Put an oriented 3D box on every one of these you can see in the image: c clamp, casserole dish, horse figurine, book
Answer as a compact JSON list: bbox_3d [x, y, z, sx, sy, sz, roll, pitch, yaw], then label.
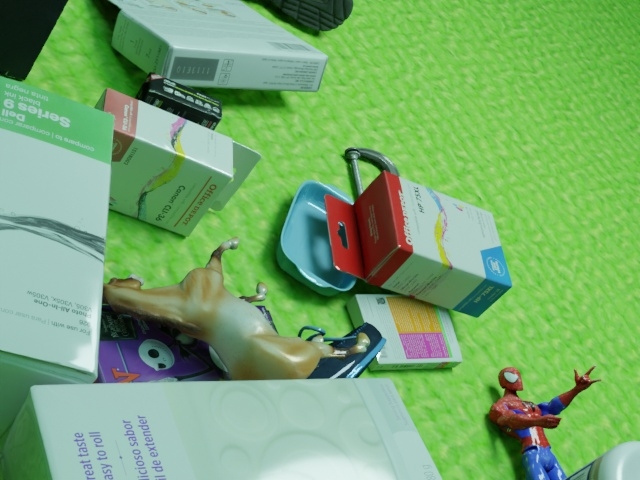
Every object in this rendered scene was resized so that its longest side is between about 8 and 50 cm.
[{"bbox_3d":[0.069,-0.078,1.444,0.137,0.022,0.160,21,43,-25],"label":"c clamp"},{"bbox_3d":[0.000,0.000,1.298,0.114,0.037,0.188,33,40,-12],"label":"casserole dish"},{"bbox_3d":[-0.063,0.087,0.960,0.263,0.066,0.174,39,29,15],"label":"horse figurine"},{"bbox_3d":[0.108,0.116,1.287,0.144,0.035,0.096,5,54,-38],"label":"book"}]

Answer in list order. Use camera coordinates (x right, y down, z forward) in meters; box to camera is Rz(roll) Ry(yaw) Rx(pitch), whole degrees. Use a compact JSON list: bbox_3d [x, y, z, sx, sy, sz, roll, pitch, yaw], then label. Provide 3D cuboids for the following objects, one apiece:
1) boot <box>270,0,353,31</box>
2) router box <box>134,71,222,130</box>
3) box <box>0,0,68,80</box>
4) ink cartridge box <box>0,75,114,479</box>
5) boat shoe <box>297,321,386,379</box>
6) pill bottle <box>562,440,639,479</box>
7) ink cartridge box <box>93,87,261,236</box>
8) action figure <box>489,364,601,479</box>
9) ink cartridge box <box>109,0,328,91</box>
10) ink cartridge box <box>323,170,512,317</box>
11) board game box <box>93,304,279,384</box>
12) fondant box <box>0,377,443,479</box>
[{"bbox_3d":[-0.101,-0.473,1.619,0.338,0.118,0.222,29,32,-29],"label":"boot"},{"bbox_3d":[-0.182,-0.128,1.191,0.092,0.122,0.038,21,38,-25],"label":"router box"},{"bbox_3d":[-0.470,-0.388,1.144,0.312,0.179,0.343,8,50,-38],"label":"box"},{"bbox_3d":[-0.277,0.037,0.880,0.121,0.211,0.289,20,43,-27],"label":"ink cartridge box"},{"bbox_3d":[-0.019,0.144,1.091,0.089,0.109,0.258,43,36,11],"label":"boat shoe"},{"bbox_3d":[0.259,0.325,1.030,0.153,0.264,0.153,22,44,-23],"label":"pill bottle"},{"bbox_3d":[-0.176,-0.078,1.155,0.198,0.115,0.067,20,42,-25],"label":"ink cartridge box"},{"bbox_3d":[0.293,0.259,1.233,0.091,0.139,0.280,11,45,-36],"label":"action figure"},{"bbox_3d":[-0.165,-0.282,1.408,0.275,0.060,0.239,-5,33,-44],"label":"ink cartridge box"},{"bbox_3d":[0.124,0.000,1.314,0.231,0.078,0.134,18,43,-28],"label":"ink cartridge box"},{"bbox_3d":[-0.080,0.197,0.903,0.208,0.056,0.347,-1,45,-33],"label":"board game box"},{"bbox_3d":[-0.048,0.225,0.767,0.330,0.096,0.238,3,43,-33],"label":"fondant box"}]
